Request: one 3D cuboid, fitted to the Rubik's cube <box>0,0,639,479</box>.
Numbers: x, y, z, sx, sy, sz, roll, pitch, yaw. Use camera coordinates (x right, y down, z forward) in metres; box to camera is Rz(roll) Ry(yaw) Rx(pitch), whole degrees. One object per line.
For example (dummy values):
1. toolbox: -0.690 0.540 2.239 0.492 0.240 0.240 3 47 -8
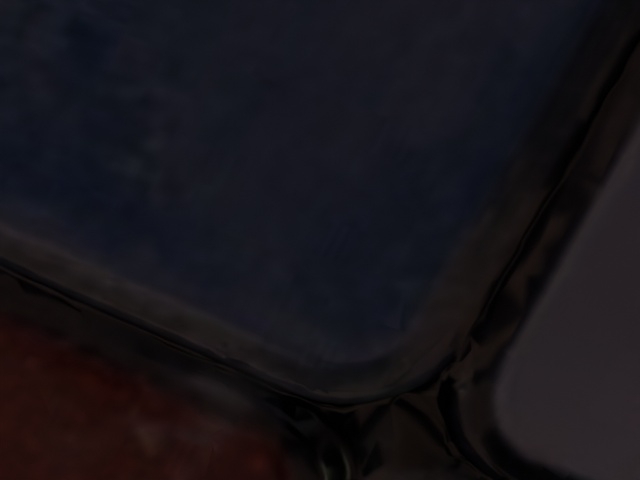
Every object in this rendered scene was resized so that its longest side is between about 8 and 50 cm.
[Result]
1. Rubik's cube: 0.000 0.000 0.507 0.316 0.318 0.313 27 -77 -13
